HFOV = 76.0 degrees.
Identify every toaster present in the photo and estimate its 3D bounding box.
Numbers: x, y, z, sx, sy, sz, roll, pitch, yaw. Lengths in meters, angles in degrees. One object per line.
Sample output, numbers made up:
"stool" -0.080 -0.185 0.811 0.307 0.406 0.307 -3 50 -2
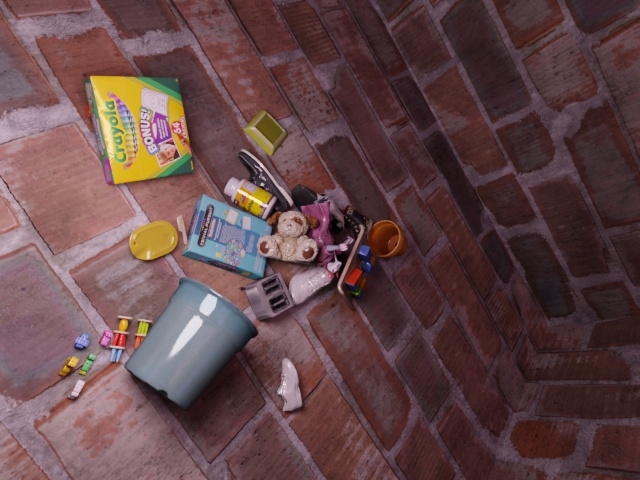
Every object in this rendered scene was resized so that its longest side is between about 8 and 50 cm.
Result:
"toaster" -0.221 0.236 1.746 0.185 0.110 0.168 -23 89 -41

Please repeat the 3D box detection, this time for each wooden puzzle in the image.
"wooden puzzle" 0.191 0.141 1.982 0.322 0.080 0.348 61 46 -62

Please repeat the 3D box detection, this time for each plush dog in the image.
"plush dog" -0.123 -0.020 1.781 0.262 0.210 0.225 6 80 8

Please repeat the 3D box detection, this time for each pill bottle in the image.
"pill bottle" -0.307 -0.189 1.792 0.215 0.117 0.117 29 55 -2

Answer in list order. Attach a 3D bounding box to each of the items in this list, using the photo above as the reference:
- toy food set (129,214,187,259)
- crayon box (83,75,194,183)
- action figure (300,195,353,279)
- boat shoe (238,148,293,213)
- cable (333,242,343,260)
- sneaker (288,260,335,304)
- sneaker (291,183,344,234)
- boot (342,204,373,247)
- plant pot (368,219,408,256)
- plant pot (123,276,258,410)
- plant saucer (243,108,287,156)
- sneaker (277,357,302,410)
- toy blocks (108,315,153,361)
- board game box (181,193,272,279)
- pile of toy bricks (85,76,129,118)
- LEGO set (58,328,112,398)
"toy food set" -0.615 -0.007 1.540 0.218 0.071 0.128 -25 105 -39
"crayon box" -0.664 -0.413 1.533 0.313 0.106 0.363 -20 110 -43
"action figure" 0.000 0.000 1.852 0.248 0.275 0.370 35 44 -74
"boat shoe" -0.274 -0.257 1.873 0.113 0.127 0.340 -44 108 -13
"cable" 0.034 0.048 2.030 0.184 0.047 0.150 -7 55 -54
"sneaker" -0.031 0.180 1.891 0.305 0.152 0.114 -45 113 -39
"sneaker" -0.009 -0.177 2.075 0.330 0.122 0.146 42 35 -19
"boot" 0.177 -0.062 2.198 0.178 0.085 0.236 35 56 -20
"plant pot" 0.392 0.010 2.284 0.188 0.205 0.205 21 61 -50
"plant pot" -0.449 0.361 1.396 0.341 0.341 0.334 46 61 -18
"plant saucer" -0.258 -0.542 2.028 0.188 0.045 0.188 44 52 -20
"sneaker" -0.142 0.605 1.712 0.094 0.080 0.212 -10 82 -29
"toy blocks" -0.648 0.340 1.398 0.123 0.054 0.148 21 69 -38
"board game box" -0.380 -0.008 1.721 0.336 0.079 0.254 24 61 -31
"pile of toy bricks" -0.801 -0.529 1.558 0.105 0.118 0.212 26 73 2
"LEGO set" -0.744 0.370 1.282 0.087 0.093 0.227 33 57 -26
